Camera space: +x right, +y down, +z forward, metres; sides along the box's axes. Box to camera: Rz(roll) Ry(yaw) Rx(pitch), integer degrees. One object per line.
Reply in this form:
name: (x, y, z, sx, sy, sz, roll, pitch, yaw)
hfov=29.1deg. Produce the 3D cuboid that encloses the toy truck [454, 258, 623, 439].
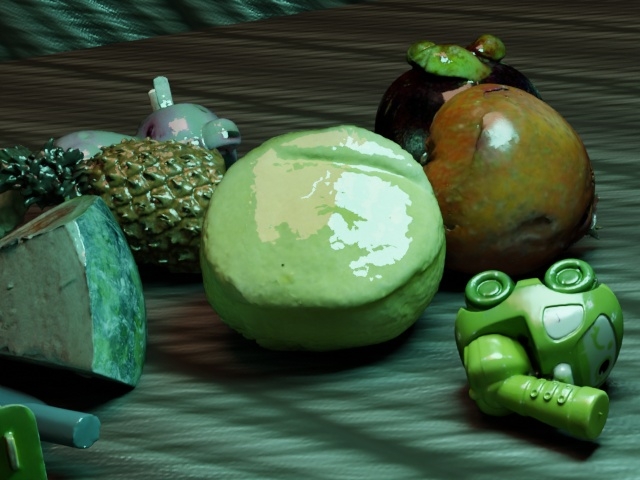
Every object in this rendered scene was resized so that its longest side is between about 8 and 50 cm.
toy truck: (0.239, 0.132, 1.389, 0.187, 0.148, 0.211, 2, 44, 23)

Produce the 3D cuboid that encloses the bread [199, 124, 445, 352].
bread: (0.002, 0.006, 1.598, 0.320, 0.237, 0.321, -4, 59, 8)

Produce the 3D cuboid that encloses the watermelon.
watermelon: (-0.360, 0.077, 1.595, 0.258, 0.228, 0.387, -20, 19, -9)

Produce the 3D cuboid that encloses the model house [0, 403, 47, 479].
model house: (-0.454, 0.176, 1.182, 0.300, 0.340, 0.323, -14, 19, -24)

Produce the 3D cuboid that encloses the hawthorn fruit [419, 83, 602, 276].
hawthorn fruit: (0.276, -0.070, 1.742, 0.307, 0.276, 0.276, 18, 16, -17)

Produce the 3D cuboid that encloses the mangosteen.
mangosteen: (0.224, -0.190, 1.972, 0.288, 0.288, 0.288, -5, 22, 2)

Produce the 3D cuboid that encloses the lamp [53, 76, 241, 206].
lamp: (-0.293, -0.140, 2.042, 0.301, 0.247, 0.247, -12, -15, -18)

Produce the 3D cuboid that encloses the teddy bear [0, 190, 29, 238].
teddy bear: (-0.582, -0.045, 1.787, 0.327, 0.376, 0.362, 0, 6, -19)

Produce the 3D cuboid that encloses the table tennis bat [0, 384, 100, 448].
table tennis bat: (-0.395, 0.187, 1.419, 0.329, 0.044, 0.215, 10, -3, 28)

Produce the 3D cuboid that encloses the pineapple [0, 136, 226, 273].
pineapple: (-0.306, -0.064, 1.829, 0.361, 0.202, 0.202, 8, 21, -7)
